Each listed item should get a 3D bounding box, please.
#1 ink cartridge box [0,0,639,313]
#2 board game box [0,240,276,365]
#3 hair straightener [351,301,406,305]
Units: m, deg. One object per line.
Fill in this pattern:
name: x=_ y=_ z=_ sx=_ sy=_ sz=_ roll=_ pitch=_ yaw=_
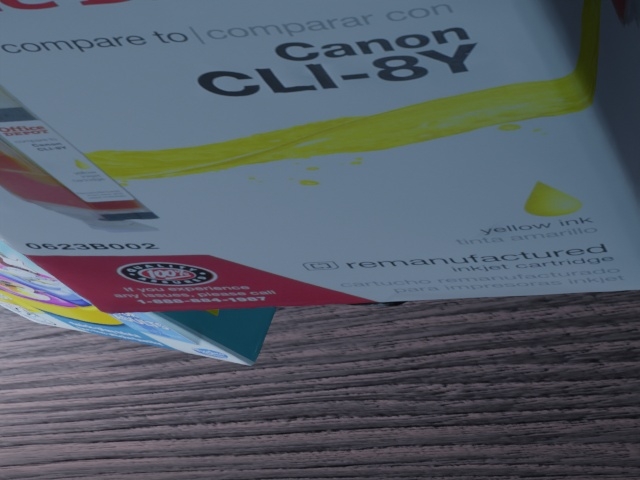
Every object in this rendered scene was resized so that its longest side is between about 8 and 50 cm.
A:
ink cartridge box: x=-0.030 y=-0.101 z=0.741 sx=0.279 sy=0.160 sz=0.385 roll=-2 pitch=161 yaw=17
board game box: x=-0.226 y=-0.023 z=1.336 sx=0.253 sy=0.079 sz=0.336 roll=7 pitch=162 yaw=46
hair straightener: x=0.000 y=0.000 z=1.314 sx=0.089 sy=0.047 sz=0.230 roll=-7 pitch=161 yaw=33
